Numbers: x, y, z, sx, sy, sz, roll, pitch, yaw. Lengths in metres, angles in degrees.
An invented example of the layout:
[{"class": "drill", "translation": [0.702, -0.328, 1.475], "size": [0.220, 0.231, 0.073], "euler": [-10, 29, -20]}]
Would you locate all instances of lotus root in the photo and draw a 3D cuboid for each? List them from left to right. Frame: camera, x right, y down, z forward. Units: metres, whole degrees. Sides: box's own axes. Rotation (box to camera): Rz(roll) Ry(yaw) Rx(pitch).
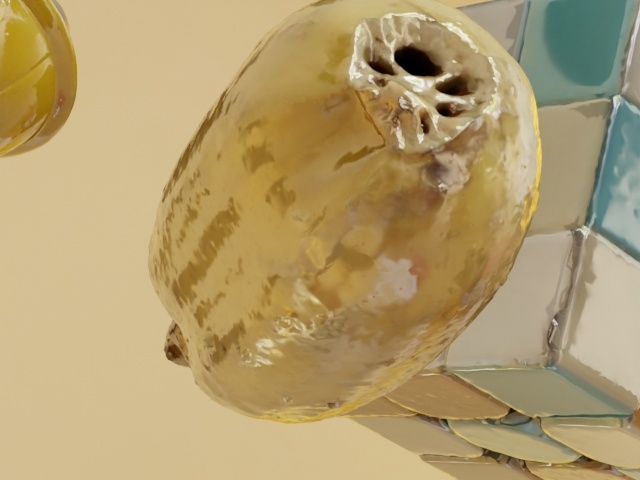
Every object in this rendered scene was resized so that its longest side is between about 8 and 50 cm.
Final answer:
[{"class": "lotus root", "translation": [0.000, 0.000, 0.994], "size": [0.151, 0.169, 0.343], "euler": [-16, -17, -25]}]

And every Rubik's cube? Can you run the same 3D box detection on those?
[{"class": "Rubik's cube", "translation": [0.205, 0.016, 1.693], "size": [0.344, 0.346, 0.347], "euler": [33, -114, -38]}]

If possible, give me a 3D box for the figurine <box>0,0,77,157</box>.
[{"class": "figurine", "translation": [-0.259, -0.173, 1.367], "size": [0.167, 0.257, 0.192], "euler": [7, -34, -23]}]
